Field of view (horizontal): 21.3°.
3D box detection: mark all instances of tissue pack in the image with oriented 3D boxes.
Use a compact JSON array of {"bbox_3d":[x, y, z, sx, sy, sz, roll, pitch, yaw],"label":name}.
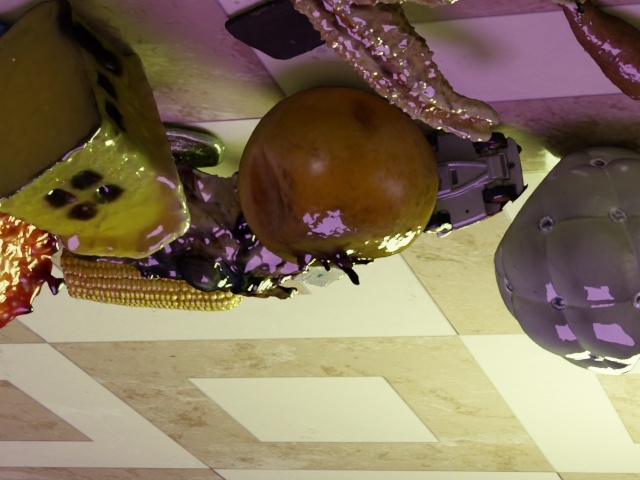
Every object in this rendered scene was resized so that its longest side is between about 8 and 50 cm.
[{"bbox_3d":[0.000,0.000,2.052,0.058,0.094,0.074,11,157,-21],"label":"tissue pack"}]

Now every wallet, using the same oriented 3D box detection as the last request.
[{"bbox_3d":[-0.016,-0.216,1.655,0.082,0.018,0.156,26,150,-36],"label":"wallet"}]

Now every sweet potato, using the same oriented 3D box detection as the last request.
[{"bbox_3d":[0.291,-0.174,1.612,0.226,0.068,0.068,25,151,-34],"label":"sweet potato"}]

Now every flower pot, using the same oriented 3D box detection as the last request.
[{"bbox_3d":[0.306,0.017,1.834,0.195,0.246,0.246,37,159,10],"label":"flower pot"}]

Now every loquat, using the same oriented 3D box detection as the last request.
[{"bbox_3d":[0.011,-0.061,1.779,0.213,0.213,0.213,6,157,3],"label":"loquat"}]

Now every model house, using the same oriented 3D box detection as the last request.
[{"bbox_3d":[-0.242,-0.094,1.737,0.174,0.193,0.234,-31,145,13],"label":"model house"}]

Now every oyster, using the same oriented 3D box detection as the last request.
[{"bbox_3d":[-0.183,-0.016,1.999,0.361,0.096,0.221,18,140,15],"label":"oyster"}]

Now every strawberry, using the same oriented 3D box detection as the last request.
[{"bbox_3d":[-0.456,0.004,2.129,0.234,0.234,0.178,32,-175,-45],"label":"strawberry"}]

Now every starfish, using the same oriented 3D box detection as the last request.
[{"bbox_3d":[0.056,-0.233,1.494,0.432,0.082,0.324,29,152,-20],"label":"starfish"}]

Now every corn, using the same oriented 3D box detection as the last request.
[{"bbox_3d":[-0.222,0.050,2.247,0.248,0.081,0.081,4,156,7],"label":"corn"}]

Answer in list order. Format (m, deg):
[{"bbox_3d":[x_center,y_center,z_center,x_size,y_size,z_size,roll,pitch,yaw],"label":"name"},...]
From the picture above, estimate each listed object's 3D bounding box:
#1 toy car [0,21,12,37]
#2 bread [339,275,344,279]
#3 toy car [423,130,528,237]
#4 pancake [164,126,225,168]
[{"bbox_3d":[-0.398,-0.183,1.781,0.216,0.063,0.103,-4,154,23],"label":"toy car"},{"bbox_3d":[0.001,0.022,2.180,0.049,0.034,0.088,6,157,40],"label":"bread"},{"bbox_3d":[0.164,-0.062,1.873,0.139,0.112,0.112,-12,166,19],"label":"toy car"},{"bbox_3d":[-0.160,-0.107,1.951,0.108,0.017,0.108,7,161,2],"label":"pancake"}]
